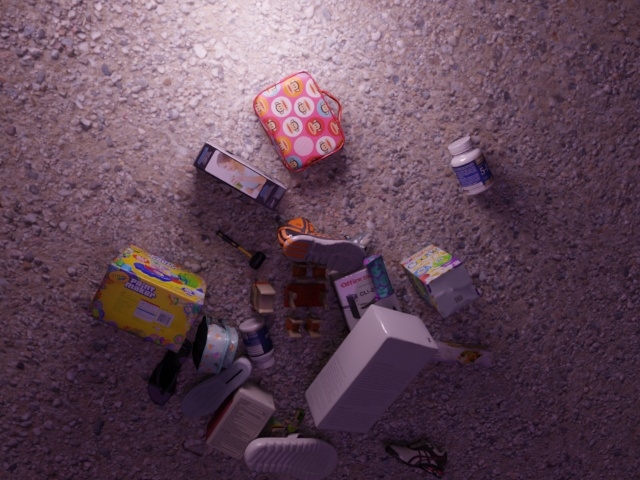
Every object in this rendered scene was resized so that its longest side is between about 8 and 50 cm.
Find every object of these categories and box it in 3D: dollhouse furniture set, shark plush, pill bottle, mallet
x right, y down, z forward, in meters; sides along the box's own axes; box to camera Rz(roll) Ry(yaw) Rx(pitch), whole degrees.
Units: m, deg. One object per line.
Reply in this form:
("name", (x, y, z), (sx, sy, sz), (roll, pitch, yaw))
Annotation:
("dollhouse furniture set", (-0.128, 0.652, 1.887), (0.152, 0.076, 0.058), (15, 103, -41))
("dollhouse furniture set", (-0.105, 0.195, 1.812), (0.259, 0.135, 0.261), (2, 101, -21))
("shark plush", (0.100, 0.010, 1.842), (0.161, 0.073, 0.067), (-8, 83, 13))
("pill bottle", (-0.218, 0.364, 1.823), (0.094, 0.094, 0.169), (-18, 104, -5))
("pill bottle", (0.523, -0.262, 1.810), (0.112, 0.112, 0.186), (-31, 105, -2))
("mallet", (-0.271, 0.020, 1.779), (0.190, 0.039, 0.062), (44, 92, -10))

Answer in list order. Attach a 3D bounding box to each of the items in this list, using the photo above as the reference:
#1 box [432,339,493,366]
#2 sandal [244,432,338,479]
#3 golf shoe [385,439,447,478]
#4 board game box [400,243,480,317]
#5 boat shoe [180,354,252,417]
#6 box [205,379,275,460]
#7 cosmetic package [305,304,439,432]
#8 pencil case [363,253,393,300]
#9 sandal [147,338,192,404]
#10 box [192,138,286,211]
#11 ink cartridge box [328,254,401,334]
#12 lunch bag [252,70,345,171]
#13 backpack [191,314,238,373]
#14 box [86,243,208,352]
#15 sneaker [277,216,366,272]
("box", (0.496, 0.425, 1.968), (0.324, 0.067, 0.063), (9, 99, -10))
("sandal", (-0.101, 0.780, 1.913), (0.416, 0.102, 0.169), (27, 95, -35))
("golf shoe", (0.377, 0.833, 2.026), (0.273, 0.105, 0.120), (25, 80, -19))
("board game box", (0.405, 0.131, 1.785), (0.144, 0.275, 0.142), (-31, 104, -2))
("boat shoe", (-0.358, 0.518, 1.829), (0.302, 0.094, 0.109), (-35, 91, 5))
("box", (-0.287, 0.634, 1.850), (0.149, 0.127, 0.232), (33, 94, -14))
("cosmetic package", (0.165, 0.452, 1.776), (0.230, 0.161, 0.453), (19, 118, -31))
("pencil case", (0.194, 0.122, 1.741), (0.070, 0.064, 0.151), (-26, 103, -21))
("sandal", (-0.536, 0.461, 1.811), (0.097, 0.054, 0.254), (22, 97, -13))
("box", (-0.259, -0.213, 1.665), (0.290, 0.169, 0.087), (30, 97, -15))
("ink cartridge box", (0.167, 0.216, 1.846), (0.197, 0.114, 0.272), (-20, 103, -5))
("lunch bag", (-0.055, -0.395, 1.684), (0.258, 0.120, 0.293), (-29, 104, -3))
("backpack", (-0.360, 0.363, 1.752), (0.145, 0.188, 0.165), (19, 97, -12))
("box", (-0.534, 0.175, 1.639), (0.290, 0.279, 0.177), (27, 96, -14))
("sneaker", (0.000, 0.000, 1.755), (0.321, 0.180, 0.124), (16, 114, -30))
